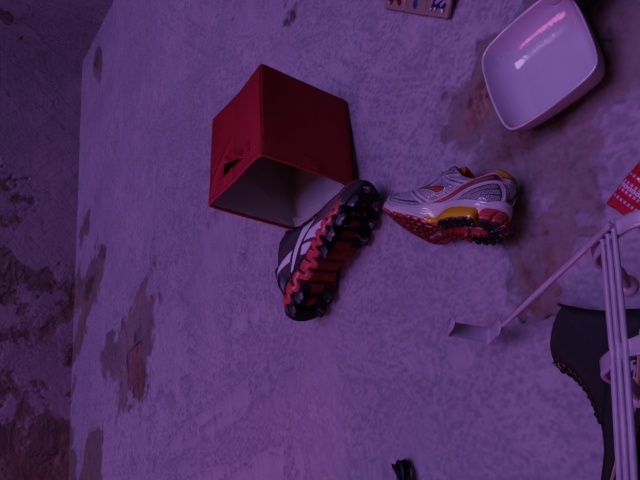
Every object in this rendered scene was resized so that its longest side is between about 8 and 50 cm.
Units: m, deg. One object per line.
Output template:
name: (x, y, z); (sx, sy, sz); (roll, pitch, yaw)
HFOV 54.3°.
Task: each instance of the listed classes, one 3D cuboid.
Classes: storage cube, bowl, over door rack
storage cube: (-0.073, -0.157, 1.100); (0.184, 0.215, 0.193); (-35, 48, 45)
bowl: (0.275, -0.213, 0.763); (0.142, 0.053, 0.142); (-37, 53, 43)
over door rack: (0.230, 0.145, 0.588); (0.324, 0.108, 0.239); (127, 157, -59)

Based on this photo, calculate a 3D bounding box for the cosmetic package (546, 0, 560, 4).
cosmetic package: (0.321, -0.457, 0.631); (0.365, 0.155, 0.196); (-40, 29, 42)

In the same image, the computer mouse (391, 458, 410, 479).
computer mouse: (0.072, 0.395, 0.898); (0.193, 0.042, 0.106); (-39, 56, 35)

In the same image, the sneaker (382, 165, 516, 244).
sneaker: (0.175, -0.049, 0.849); (0.225, 0.088, 0.092); (5, 65, 55)

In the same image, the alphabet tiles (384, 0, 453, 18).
alphabet tiles: (0.164, -0.522, 0.940); (0.285, 0.011, 0.342); (40, 132, 52)

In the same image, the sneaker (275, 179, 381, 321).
sneaker: (0.000, 0.000, 1.049); (0.276, 0.098, 0.135); (-61, 41, 26)

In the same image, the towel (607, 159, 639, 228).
towel: (0.412, -0.089, 0.560); (0.274, 0.031, 0.199); (-60, 39, 26)

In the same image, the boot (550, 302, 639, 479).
boot: (0.287, 0.163, 0.641); (0.137, 0.077, 0.197); (3, 71, 59)
